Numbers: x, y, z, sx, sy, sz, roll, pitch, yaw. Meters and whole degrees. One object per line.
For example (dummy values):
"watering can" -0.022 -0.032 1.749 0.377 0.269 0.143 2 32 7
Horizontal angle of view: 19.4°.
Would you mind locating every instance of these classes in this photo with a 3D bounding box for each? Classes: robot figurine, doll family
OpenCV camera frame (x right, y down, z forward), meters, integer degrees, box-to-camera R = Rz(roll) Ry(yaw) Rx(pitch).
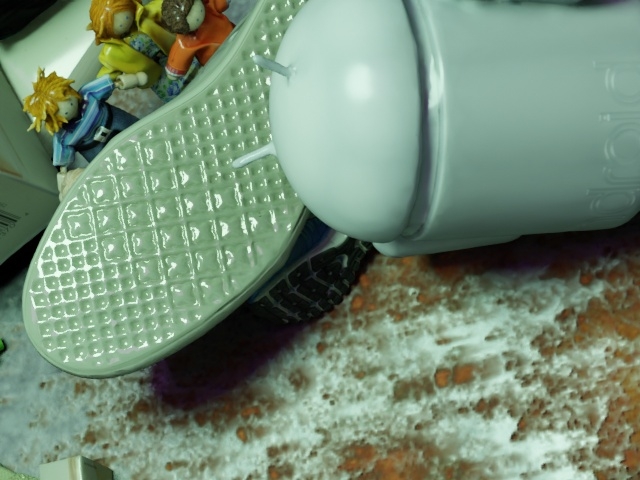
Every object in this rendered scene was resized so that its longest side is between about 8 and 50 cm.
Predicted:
"robot figurine" 0.115 -0.102 1.376 0.353 0.300 0.199 -4 43 -13
"doll family" -0.166 -0.115 1.573 0.118 0.163 0.263 25 83 35

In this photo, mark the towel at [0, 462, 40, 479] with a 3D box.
"towel" -0.293 0.256 1.577 0.110 0.027 0.148 19 81 29

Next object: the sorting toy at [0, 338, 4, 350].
"sorting toy" -0.392 -0.005 1.690 0.126 0.127 0.365 -25 63 -20

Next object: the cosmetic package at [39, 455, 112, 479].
"cosmetic package" -0.194 0.238 1.522 0.041 0.060 0.115 -15 68 17

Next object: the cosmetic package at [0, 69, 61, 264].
"cosmetic package" -0.360 -0.114 1.623 0.153 0.129 0.296 -40 64 13

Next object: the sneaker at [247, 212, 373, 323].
"sneaker" 0.000 0.000 1.533 0.162 0.063 0.073 -45 45 -4

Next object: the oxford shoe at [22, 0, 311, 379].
"oxford shoe" -0.067 -0.067 1.510 0.169 0.130 0.449 37 76 2

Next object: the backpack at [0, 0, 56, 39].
"backpack" -0.262 -0.282 1.616 0.188 0.166 0.144 -34 72 6

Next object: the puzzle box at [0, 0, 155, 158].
"puzzle box" -0.239 -0.304 1.738 0.272 0.052 0.409 33 87 29
